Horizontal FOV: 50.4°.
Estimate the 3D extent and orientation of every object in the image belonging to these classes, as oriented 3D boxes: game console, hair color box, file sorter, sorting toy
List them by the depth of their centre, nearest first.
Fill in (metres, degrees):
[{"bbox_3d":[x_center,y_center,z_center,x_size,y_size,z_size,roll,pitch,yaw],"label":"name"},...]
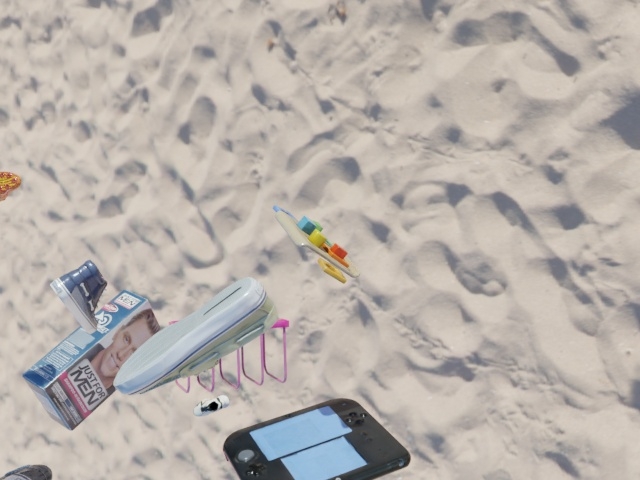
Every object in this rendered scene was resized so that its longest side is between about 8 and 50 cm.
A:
[{"bbox_3d":[0.000,0.000,1.635,0.047,0.196,0.348,-53,35,10],"label":"sorting toy"},{"bbox_3d":[-0.022,0.517,1.672,0.342,0.386,0.060,-158,57,-64],"label":"game console"},{"bbox_3d":[-0.585,0.310,1.799,0.105,0.347,0.174,17,137,34],"label":"hair color box"},{"bbox_3d":[-0.254,0.312,1.887,0.202,0.290,0.182,178,90,-66],"label":"file sorter"}]

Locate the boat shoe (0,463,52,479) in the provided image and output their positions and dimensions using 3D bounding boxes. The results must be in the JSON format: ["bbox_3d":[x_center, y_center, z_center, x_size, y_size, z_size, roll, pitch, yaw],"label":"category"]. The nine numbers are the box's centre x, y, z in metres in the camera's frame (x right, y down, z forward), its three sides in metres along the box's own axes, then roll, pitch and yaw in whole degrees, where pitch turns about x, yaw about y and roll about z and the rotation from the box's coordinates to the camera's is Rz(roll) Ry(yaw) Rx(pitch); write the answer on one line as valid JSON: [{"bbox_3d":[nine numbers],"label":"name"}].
[{"bbox_3d":[-0.617,0.505,1.263,0.301,0.102,0.108,-38,90,18],"label":"boat shoe"}]

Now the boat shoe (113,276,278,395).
[{"bbox_3d":[-0.208,0.182,1.152,0.302,0.094,0.109,-34,22,4],"label":"boat shoe"}]

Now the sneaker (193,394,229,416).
[{"bbox_3d":[-0.280,0.414,1.696,0.109,0.044,0.040,-27,81,27],"label":"sneaker"}]

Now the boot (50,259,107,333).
[{"bbox_3d":[-0.437,0.111,1.292,0.069,0.086,0.190,47,160,20],"label":"boot"}]

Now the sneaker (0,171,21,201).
[{"bbox_3d":[-0.838,-0.135,1.773,0.175,0.067,0.064,-16,74,25],"label":"sneaker"}]
